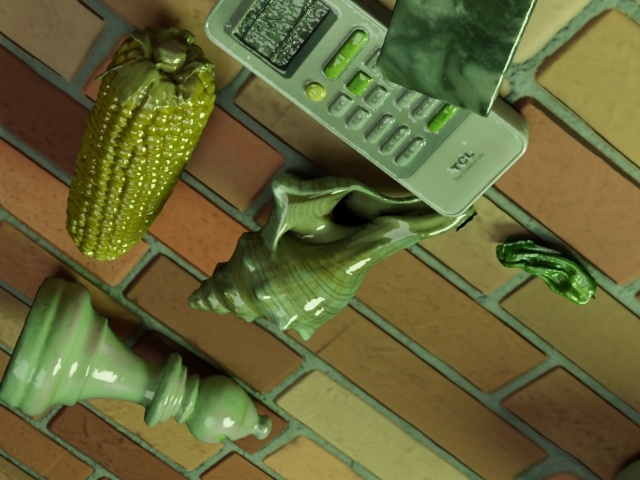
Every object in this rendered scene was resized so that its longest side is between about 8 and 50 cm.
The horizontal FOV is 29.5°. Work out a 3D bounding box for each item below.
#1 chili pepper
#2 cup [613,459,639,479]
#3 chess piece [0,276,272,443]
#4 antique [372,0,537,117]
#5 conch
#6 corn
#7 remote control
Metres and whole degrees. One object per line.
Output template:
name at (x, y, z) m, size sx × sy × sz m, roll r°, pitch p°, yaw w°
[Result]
chili pepper at (0.186, 0.023, 0.992) m, size 0.091 × 0.030 × 0.034 m, roll 28°, pitch 161°, yaw 3°
cup at (0.360, 0.325, 1.032) m, size 0.219 × 0.258 × 0.290 m, roll 30°, pitch 136°, yaw -10°
chess piece at (-0.175, 0.145, 1.224) m, size 0.271 × 0.139 × 0.139 m, roll 23°, pitch 137°, yaw -10°
antique at (0.107, -0.185, 0.795) m, size 0.088 × 0.086 × 0.183 m, roll 23°, pitch 136°, yaw 4°
conch at (-0.010, -0.005, 1.015) m, size 0.234 × 0.114 × 0.137 m, roll -44°, pitch 118°, yaw 9°
corn at (-0.158, -0.075, 1.022) m, size 0.091 × 0.091 × 0.260 m, roll 29°, pitch 139°, yaw -5°
remote control at (0.036, -0.122, 0.918) m, size 0.250 × 0.034 × 0.103 m, roll 38°, pitch 126°, yaw -9°
